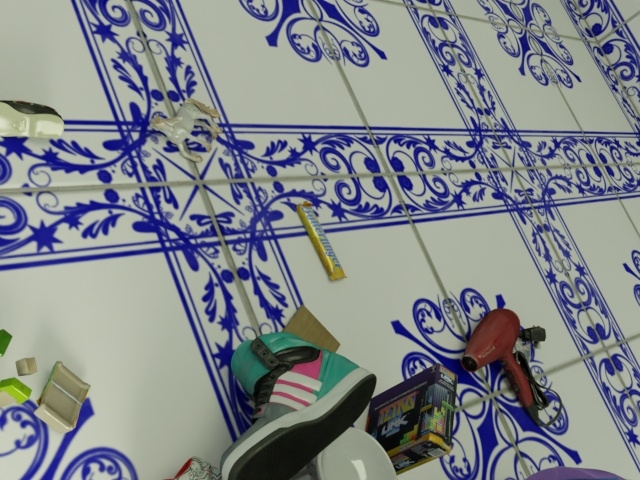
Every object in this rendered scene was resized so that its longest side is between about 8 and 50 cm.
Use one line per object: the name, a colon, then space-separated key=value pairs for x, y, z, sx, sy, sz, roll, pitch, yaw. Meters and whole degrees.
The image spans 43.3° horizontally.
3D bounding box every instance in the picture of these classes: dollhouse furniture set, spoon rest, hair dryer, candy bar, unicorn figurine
dollhouse furniture set: x=-0.362 y=0.176 z=0.990 sx=0.152 sy=0.058 sz=0.076 roll=51 pitch=29 yaw=-33
spoon rest: x=0.081 y=0.394 z=1.134 sx=0.137 sy=0.084 sz=0.276 roll=-9 pitch=69 yaw=-45
hair dryer: x=0.387 y=0.242 z=1.605 sx=0.293 sy=0.080 sz=0.223 roll=17 pitch=53 yaw=-34
candy bar: x=0.000 y=0.000 z=1.457 sx=0.040 sy=0.018 sz=0.161 roll=-13 pitch=73 yaw=-47
unicorn figurine: x=-0.227 y=-0.189 z=1.353 sx=0.111 sy=0.060 sz=0.162 roll=38 pitch=27 yaw=-17

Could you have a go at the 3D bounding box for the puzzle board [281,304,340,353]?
puzzle board: x=-0.026 y=0.177 z=1.315 sx=0.096 sy=0.011 sz=0.128 roll=47 pitch=41 yaw=-9

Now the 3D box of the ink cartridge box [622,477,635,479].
ink cartridge box: x=0.483 y=0.567 z=1.373 sx=0.117 sy=0.201 sz=0.278 roll=17 pitch=52 yaw=-36

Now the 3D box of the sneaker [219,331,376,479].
sneaker: x=-0.073 y=0.220 z=1.121 sx=0.178 sy=0.124 sz=0.295 roll=28 pitch=31 yaw=29

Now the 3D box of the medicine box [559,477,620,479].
medicine box: x=0.334 y=0.520 z=1.198 sx=0.149 sy=0.289 sz=0.263 roll=12 pitch=56 yaw=-38

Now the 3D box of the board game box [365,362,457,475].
board game box: x=0.137 y=0.288 z=1.268 sx=0.048 sy=0.170 sz=0.141 roll=33 pitch=44 yaw=-20

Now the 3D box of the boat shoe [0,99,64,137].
boat shoe: x=-0.437 y=-0.176 z=1.153 sx=0.133 sy=0.049 sz=0.042 roll=5 pitch=26 yaw=-31

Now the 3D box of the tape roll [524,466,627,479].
tape roll: x=0.420 y=0.509 z=1.300 sx=0.090 sy=0.275 sz=0.275 roll=16 pitch=53 yaw=-37

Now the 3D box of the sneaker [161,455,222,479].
sneaker: x=-0.178 y=0.389 z=0.970 sx=0.145 sy=0.090 sz=0.270 roll=39 pitch=45 yaw=-4
